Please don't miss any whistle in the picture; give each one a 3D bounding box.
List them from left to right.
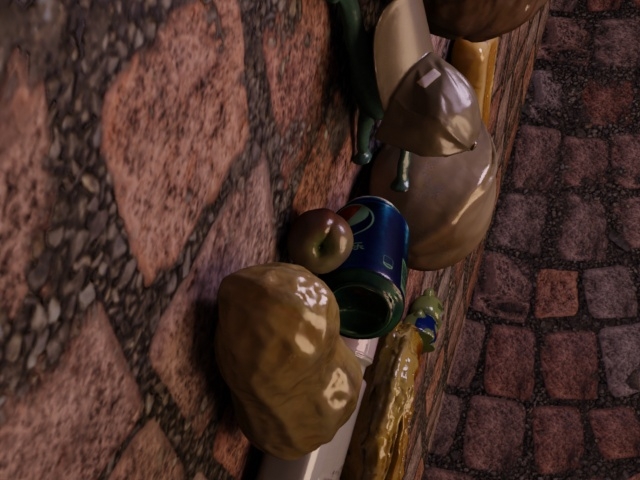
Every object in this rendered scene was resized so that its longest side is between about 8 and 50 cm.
[{"bbox_3d":[0.232,0.207,1.938,0.227,0.085,0.105,-60,148,-44],"label":"whistle"}]

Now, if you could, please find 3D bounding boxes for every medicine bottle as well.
[{"bbox_3d":[-0.011,0.251,1.130,0.161,0.111,0.296,46,61,-71],"label":"medicine bottle"}]

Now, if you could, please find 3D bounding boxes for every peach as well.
[{"bbox_3d":[-0.002,0.000,1.012,0.083,0.083,0.083,14,90,-74],"label":"peach"}]

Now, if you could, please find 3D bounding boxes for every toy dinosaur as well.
[{"bbox_3d":[0.100,-0.270,1.132,0.383,0.129,0.331,-60,148,-46],"label":"toy dinosaur"}]

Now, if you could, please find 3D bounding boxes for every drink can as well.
[{"bbox_3d":[0.059,0.031,1.116,0.205,0.118,0.118,-77,171,-56],"label":"drink can"}]

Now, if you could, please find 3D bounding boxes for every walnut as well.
[{"bbox_3d":[0.213,-0.406,1.137,0.273,0.227,0.273,8,90,-71],"label":"walnut"}]

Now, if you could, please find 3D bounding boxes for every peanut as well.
[{"bbox_3d":[-0.033,0.131,0.900,0.313,0.152,0.152,81,28,-49],"label":"peanut"}]

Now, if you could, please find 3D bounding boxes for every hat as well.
[{"bbox_3d":[0.143,-0.207,1.015,0.166,0.144,0.173,-41,148,-45],"label":"hat"}]

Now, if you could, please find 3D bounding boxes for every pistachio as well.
[{"bbox_3d":[0.181,-0.094,1.320,0.226,0.208,0.332,-33,-160,36],"label":"pistachio"}]

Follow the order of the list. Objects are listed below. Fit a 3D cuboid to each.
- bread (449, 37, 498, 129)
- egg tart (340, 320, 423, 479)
[{"bbox_3d":[0.317,-0.317,1.790,0.142,0.091,0.305,-53,153,-38],"label":"bread"},{"bbox_3d":[0.085,0.296,1.414,0.352,0.150,0.352,12,90,-79],"label":"egg tart"}]
